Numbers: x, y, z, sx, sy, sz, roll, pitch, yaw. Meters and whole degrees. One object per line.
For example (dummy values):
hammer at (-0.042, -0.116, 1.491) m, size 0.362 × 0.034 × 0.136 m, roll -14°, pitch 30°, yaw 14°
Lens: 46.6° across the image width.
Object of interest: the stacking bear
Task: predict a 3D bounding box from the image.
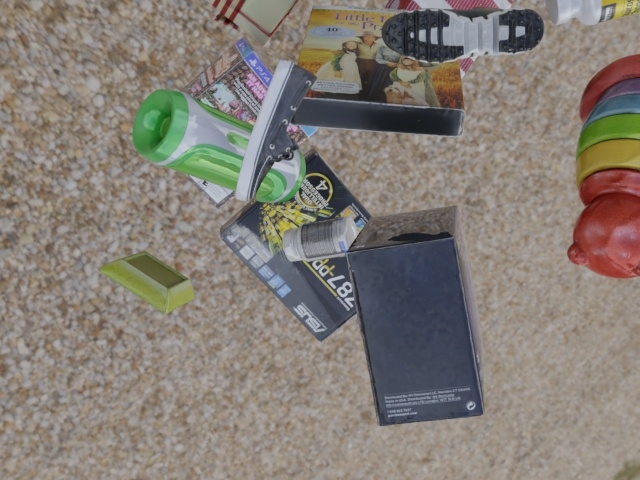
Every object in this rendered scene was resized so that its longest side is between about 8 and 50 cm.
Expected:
stacking bear at (0.404, -0.082, 0.965) m, size 0.164 × 0.175 × 0.289 m, roll 69°, pitch 39°, yaw -60°

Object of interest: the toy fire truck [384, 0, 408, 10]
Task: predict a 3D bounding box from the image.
toy fire truck at (0.202, -0.479, 1.932) m, size 0.169 × 0.302 × 0.254 m, roll 20°, pitch 154°, yaw -31°

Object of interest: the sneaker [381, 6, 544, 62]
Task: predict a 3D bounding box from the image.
sneaker at (0.205, -0.310, 1.115) m, size 0.234 × 0.106 × 0.078 m, roll -3°, pitch 107°, yaw -2°

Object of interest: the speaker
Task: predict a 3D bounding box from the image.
speaker at (-0.162, -0.151, 1.250) m, size 0.297 × 0.131 × 0.131 m, roll 18°, pitch 110°, yaw -47°

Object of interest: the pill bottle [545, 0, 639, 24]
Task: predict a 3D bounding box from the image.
pill bottle at (0.452, -0.397, 1.160) m, size 0.184 × 0.103 × 0.103 m, roll -14°, pitch 137°, yaw 6°

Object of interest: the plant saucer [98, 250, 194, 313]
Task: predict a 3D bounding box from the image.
plant saucer at (-0.392, 0.085, 1.730) m, size 0.045 × 0.188 × 0.188 m, roll -59°, pitch 175°, yaw 11°

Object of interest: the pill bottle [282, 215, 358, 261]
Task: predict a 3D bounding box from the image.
pill bottle at (0.000, 0.000, 1.463) m, size 0.137 × 0.078 × 0.078 m, roll -9°, pitch 143°, yaw 20°

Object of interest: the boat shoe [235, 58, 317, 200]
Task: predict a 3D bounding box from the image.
boat shoe at (-0.066, -0.162, 1.151) m, size 0.076 × 0.080 × 0.228 m, roll 20°, pitch 91°, yaw -3°

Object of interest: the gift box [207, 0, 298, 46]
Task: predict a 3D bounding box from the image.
gift box at (-0.133, -0.620, 1.599) m, size 0.255 × 0.276 × 0.258 m, roll -53°, pitch -172°, yaw -29°

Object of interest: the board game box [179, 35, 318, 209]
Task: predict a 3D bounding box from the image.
board game box at (-0.197, -0.259, 1.646) m, size 0.291 × 0.141 × 0.232 m, roll -38°, pitch 121°, yaw 7°

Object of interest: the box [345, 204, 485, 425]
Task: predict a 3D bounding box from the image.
box at (0.173, 0.113, 1.270) m, size 0.183 × 0.296 × 0.294 m, roll -10°, pitch 101°, yaw 13°

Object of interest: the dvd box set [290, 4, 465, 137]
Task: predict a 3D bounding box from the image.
dvd box set at (0.113, -0.338, 1.425) m, size 0.308 × 0.420 × 0.062 m, roll 5°, pitch 129°, yaw 3°

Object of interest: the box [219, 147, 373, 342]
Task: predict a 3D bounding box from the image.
box at (-0.009, 0.015, 1.882) m, size 0.318 × 0.097 × 0.395 m, roll -39°, pitch 107°, yaw 6°

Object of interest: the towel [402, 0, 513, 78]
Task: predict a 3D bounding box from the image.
towel at (0.275, -0.478, 1.691) m, size 0.237 × 0.037 × 0.329 m, roll 32°, pitch 95°, yaw -36°
